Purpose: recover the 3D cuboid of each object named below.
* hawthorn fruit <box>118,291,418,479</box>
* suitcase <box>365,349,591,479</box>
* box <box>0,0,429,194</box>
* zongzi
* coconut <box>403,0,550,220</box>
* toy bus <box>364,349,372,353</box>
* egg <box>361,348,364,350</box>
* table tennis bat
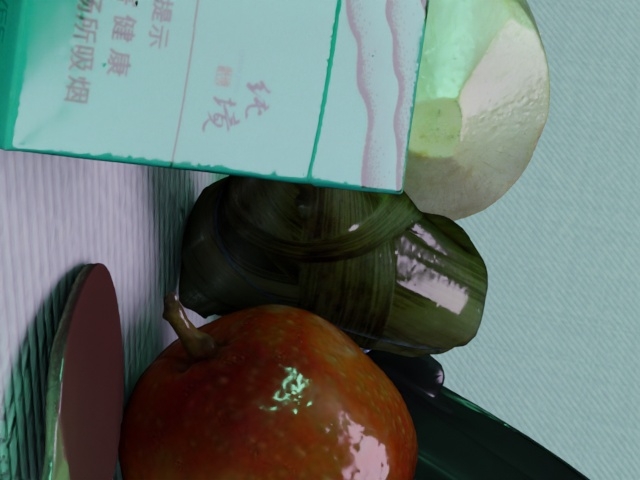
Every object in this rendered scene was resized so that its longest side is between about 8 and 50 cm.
[{"bbox_3d":[-0.045,0.118,0.916,0.225,0.197,0.196,62,30,-34],"label":"hawthorn fruit"},{"bbox_3d":[0.081,0.296,1.147,0.339,0.345,0.188,-56,-177,17],"label":"suitcase"},{"bbox_3d":[-0.042,-0.110,0.658,0.226,0.042,0.160,5,96,-42],"label":"box"},{"bbox_3d":[0.040,-0.008,0.949,0.242,0.221,0.112,135,-37,-58],"label":"zongzi"},{"bbox_3d":[0.095,-0.125,1.230,0.237,0.197,0.236,-179,-90,-88],"label":"coconut"},{"bbox_3d":[-0.003,0.174,1.390,0.292,0.126,0.133,81,23,-60],"label":"toy bus"},{"bbox_3d":[0.000,0.000,1.139,0.151,0.151,0.209,-73,158,-46],"label":"egg"},{"bbox_3d":[-0.128,0.107,0.732,0.246,0.022,0.138,-84,173,-62],"label":"table tennis bat"}]
